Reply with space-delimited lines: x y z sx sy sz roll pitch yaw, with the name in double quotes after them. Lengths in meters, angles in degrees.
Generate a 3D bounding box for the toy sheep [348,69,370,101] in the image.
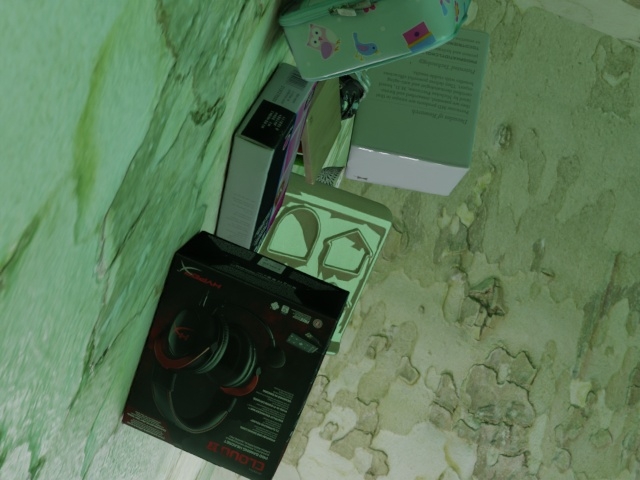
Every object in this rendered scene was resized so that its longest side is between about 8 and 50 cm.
0.078 -0.374 1.859 0.132 0.091 0.091 -49 177 -2 "toy sheep"

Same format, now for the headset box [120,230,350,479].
-0.117 0.167 1.018 0.110 0.218 0.293 -57 169 -70 "headset box"

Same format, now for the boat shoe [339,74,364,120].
0.038 -0.295 1.600 0.285 0.093 0.102 -64 174 -67 "boat shoe"

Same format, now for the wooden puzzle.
-0.035 0.050 1.599 0.081 0.322 0.347 27 -82 51 "wooden puzzle"

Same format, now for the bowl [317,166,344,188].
0.005 -0.154 2.268 0.170 0.080 0.170 22 90 -88 "bowl"

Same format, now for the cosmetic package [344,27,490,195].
0.264 -0.373 2.200 0.329 0.328 0.393 99 2 -80 "cosmetic package"

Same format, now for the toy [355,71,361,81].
0.087 -0.405 1.573 0.237 0.056 0.136 -31 117 -78 "toy"

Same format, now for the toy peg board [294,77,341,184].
-0.027 -0.216 1.385 0.160 0.079 0.161 84 24 -50 "toy peg board"

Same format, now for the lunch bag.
0.072 -0.308 0.996 0.279 0.224 0.107 -61 138 -54 "lunch bag"

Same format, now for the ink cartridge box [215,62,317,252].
-0.097 -0.072 1.166 0.370 0.069 0.175 113 1 -49 "ink cartridge box"
